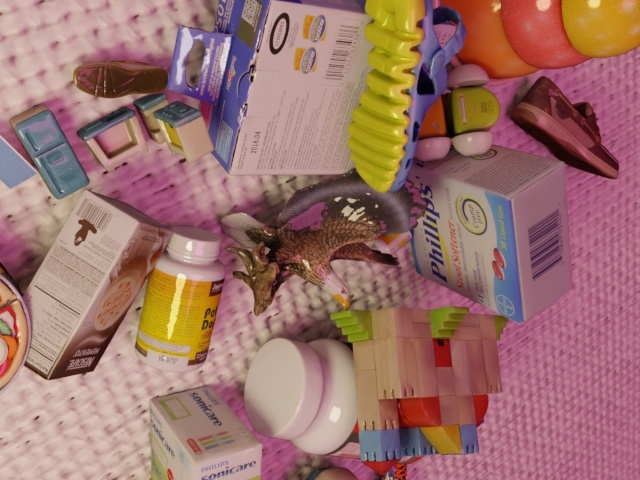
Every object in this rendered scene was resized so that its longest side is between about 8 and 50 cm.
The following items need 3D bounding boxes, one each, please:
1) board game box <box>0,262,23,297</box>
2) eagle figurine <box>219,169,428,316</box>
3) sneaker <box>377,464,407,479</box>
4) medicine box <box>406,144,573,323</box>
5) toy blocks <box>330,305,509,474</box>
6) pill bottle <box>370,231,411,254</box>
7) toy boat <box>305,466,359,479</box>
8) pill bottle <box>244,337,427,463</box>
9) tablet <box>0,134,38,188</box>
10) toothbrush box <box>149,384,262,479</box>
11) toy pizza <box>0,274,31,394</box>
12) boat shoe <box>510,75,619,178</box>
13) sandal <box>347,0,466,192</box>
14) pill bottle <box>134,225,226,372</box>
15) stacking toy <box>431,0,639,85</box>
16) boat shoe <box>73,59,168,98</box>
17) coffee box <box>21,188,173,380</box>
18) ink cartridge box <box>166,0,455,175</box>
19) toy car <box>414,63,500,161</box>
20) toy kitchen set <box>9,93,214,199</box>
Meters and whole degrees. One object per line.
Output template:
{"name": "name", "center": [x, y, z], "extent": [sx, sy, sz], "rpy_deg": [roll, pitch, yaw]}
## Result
{"name": "board game box", "center": [-0.510, 0.049, 0.974], "extent": [0.141, 0.048, 0.170], "rpy_deg": [-34, 124, -17]}
{"name": "eagle figurine", "center": [0.005, 0.010, 1.202], "extent": [0.298, 0.226, 0.225], "rpy_deg": [-34, 116, -26]}
{"name": "sneaker", "center": [0.168, 0.532, 1.601], "extent": [0.083, 0.087, 0.221], "rpy_deg": [-3, 110, -34]}
{"name": "medicine box", "center": [0.302, -0.031, 1.345], "extent": [0.149, 0.289, 0.263], "rpy_deg": [-30, 122, -25]}
{"name": "toy blocks", "center": [0.194, 0.257, 1.251], "extent": [0.381, 0.191, 0.260], "rpy_deg": [8, 72, -42]}
{"name": "pill bottle", "center": [0.134, 0.004, 1.399], "extent": [0.083, 0.043, 0.043], "rpy_deg": [-38, 125, -16]}
{"name": "toy boat", "center": [-0.048, 0.582, 1.454], "extent": [0.318, 0.148, 0.267], "rpy_deg": [-18, 122, -36]}
{"name": "pill bottle", "center": [0.052, 0.300, 1.353], "extent": [0.363, 0.210, 0.210], "rpy_deg": [19, 97, -38]}
{"name": "tablet", "center": [-0.429, -0.109, 0.976], "extent": [0.054, 0.006, 0.083], "rpy_deg": [-25, 127, 18]}
{"name": "toothbrush box", "center": [-0.200, 0.427, 1.233], "extent": [0.122, 0.206, 0.283], "rpy_deg": [-7, 113, -32]}
{"name": "toy pizza", "center": [-0.460, 0.123, 0.893], "extent": [0.201, 0.032, 0.201], "rpy_deg": [-2, 93, -36]}
{"name": "boat shoe", "center": [0.548, -0.238, 1.545], "extent": [0.342, 0.123, 0.123], "rpy_deg": [26, 94, -32]}
{"name": "sandal", "center": [0.129, -0.211, 1.034], "extent": [0.138, 0.126, 0.317], "rpy_deg": [-14, 131, -32]}
{"name": "pill bottle", "center": [-0.218, 0.090, 1.145], "extent": [0.117, 0.117, 0.215], "rpy_deg": [5, 105, -36]}
{"name": "stacking toy", "center": [0.440, -0.401, 1.175], "extent": [0.351, 0.480, 0.350], "rpy_deg": [-13, 115, -29]}
{"name": "boat shoe", "center": [-0.286, -0.230, 1.021], "extent": [0.135, 0.045, 0.050], "rpy_deg": [-5, 119, -37]}
{"name": "coffee box", "center": [-0.330, 0.064, 1.031], "extent": [0.246, 0.098, 0.141], "rpy_deg": [-60, 170, 0]}
{"name": "ink cartridge box", "center": [-0.022, -0.246, 1.092], "extent": [0.395, 0.151, 0.270], "rpy_deg": [-5, 127, -35]}
{"name": "toy car", "center": [0.232, -0.224, 1.314], "extent": [0.182, 0.136, 0.159], "rpy_deg": [-7, 86, 9]}
{"name": "toy kitchen set", "center": [-0.281, -0.142, 0.980], "extent": [0.207, 0.166, 0.122], "rpy_deg": [-34, 124, -19]}
